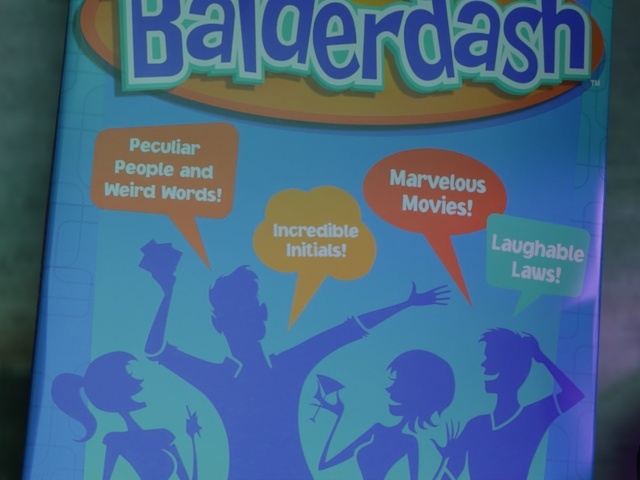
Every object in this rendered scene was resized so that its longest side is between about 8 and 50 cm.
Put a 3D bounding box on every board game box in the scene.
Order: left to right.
[{"bbox_3d":[0.000,0.000,0.479,0.160,0.047,0.210,5,80,-11],"label":"board game box"}]

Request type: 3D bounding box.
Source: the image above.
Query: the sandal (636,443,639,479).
[{"bbox_3d":[0.222,0.006,0.466,0.303,0.120,0.086,-26,123,-4],"label":"sandal"}]
